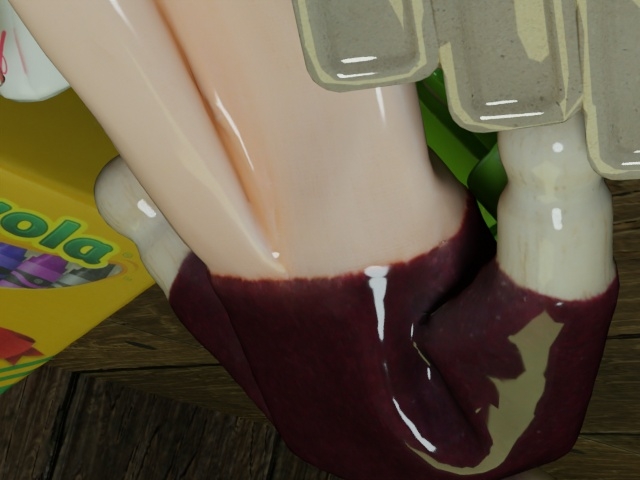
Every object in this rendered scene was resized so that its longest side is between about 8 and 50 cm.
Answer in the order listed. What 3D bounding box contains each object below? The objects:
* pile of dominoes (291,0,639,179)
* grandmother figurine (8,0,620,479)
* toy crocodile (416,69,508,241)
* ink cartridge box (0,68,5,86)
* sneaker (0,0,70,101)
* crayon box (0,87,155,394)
[{"bbox_3d":[0.116,-0.093,0.407,0.251,0.040,0.196,15,125,-6],"label":"pile of dominoes"},{"bbox_3d":[0.000,0.000,0.539,0.208,0.104,0.342,10,129,62],"label":"grandmother figurine"},{"bbox_3d":[0.057,-0.053,0.638,0.115,0.105,0.340,47,166,12],"label":"toy crocodile"},{"bbox_3d":[-0.180,-0.111,0.540,0.198,0.067,0.115,45,167,17],"label":"ink cartridge box"},{"bbox_3d":[-0.087,-0.104,0.604,0.090,0.115,0.232,5,167,35],"label":"sneaker"},{"bbox_3d":[-0.194,-0.017,0.941,0.202,0.081,0.318,23,141,-30],"label":"crayon box"}]
